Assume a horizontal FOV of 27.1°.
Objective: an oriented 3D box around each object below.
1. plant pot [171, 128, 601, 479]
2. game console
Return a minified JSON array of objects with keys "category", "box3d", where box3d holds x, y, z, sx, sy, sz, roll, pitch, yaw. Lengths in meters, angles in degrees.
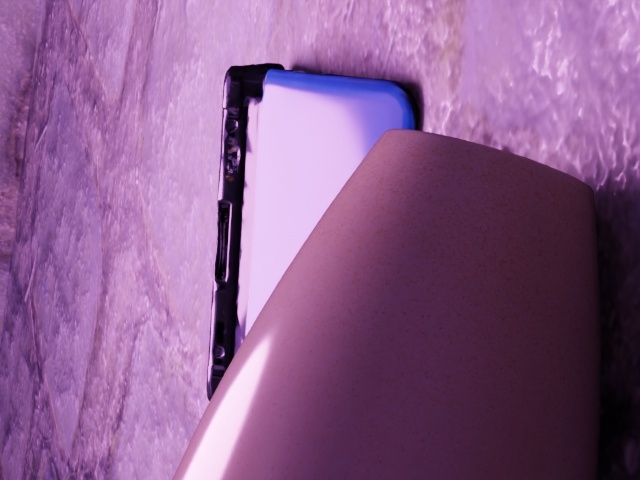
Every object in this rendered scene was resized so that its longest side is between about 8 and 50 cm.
[{"category":"plant pot","box3d":[0.059,0.084,0.766,0.256,0.256,0.274,14,86,67]},{"category":"game console","box3d":[0.000,0.000,1.144,0.250,0.173,0.293,-44,-40,-78]}]
